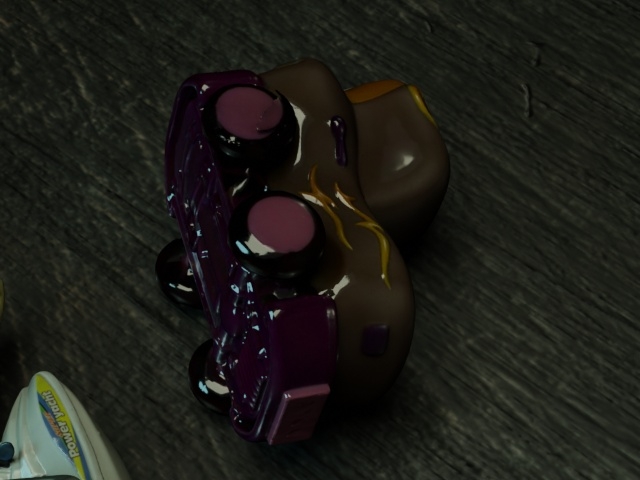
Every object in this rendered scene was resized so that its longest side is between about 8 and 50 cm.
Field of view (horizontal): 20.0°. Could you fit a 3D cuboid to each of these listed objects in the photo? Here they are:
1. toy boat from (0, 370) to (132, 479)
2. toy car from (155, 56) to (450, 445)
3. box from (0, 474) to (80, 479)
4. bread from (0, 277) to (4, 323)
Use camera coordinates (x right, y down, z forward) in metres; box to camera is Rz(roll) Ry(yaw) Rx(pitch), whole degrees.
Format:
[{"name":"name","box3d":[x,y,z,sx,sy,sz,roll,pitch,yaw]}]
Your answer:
[{"name":"toy boat","box3d":[-0.217,0.238,1.514,0.141,0.141,0.269,-32,66,-10]},{"name":"toy car","box3d":[0.000,0.000,1.578,0.240,0.271,0.340,-7,60,-18]},{"name":"box","box3d":[-0.299,0.248,1.396,0.227,0.162,0.130,-9,92,24]},{"name":"bread","box3d":[-0.466,0.063,1.634,0.370,0.191,0.314,2,56,5]}]
